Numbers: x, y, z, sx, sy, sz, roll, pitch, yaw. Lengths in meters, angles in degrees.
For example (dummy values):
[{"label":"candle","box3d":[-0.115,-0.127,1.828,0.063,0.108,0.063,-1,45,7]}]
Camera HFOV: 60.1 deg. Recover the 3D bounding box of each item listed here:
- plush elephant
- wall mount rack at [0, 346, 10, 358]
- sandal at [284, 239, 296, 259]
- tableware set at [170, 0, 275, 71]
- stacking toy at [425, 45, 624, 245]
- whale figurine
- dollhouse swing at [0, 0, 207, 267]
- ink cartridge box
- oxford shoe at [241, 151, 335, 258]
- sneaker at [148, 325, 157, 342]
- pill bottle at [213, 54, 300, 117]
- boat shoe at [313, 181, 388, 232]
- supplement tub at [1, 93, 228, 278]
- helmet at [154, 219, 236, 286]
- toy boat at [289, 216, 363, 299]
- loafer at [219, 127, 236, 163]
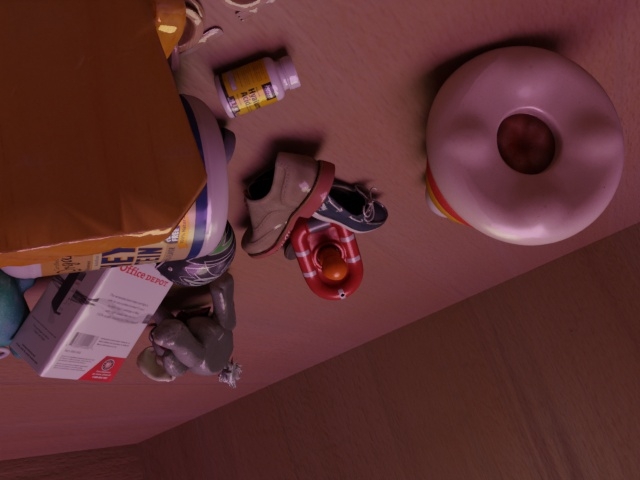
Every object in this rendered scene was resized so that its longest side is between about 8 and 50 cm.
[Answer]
[{"label":"plush elephant","box3d":[-0.363,0.249,1.482,0.255,0.272,0.330,9,133,29]},{"label":"wall mount rack","box3d":[-0.806,0.177,1.090,0.350,0.131,0.304,0,154,-39]},{"label":"sandal","box3d":[0.000,0.000,1.399,0.219,0.060,0.090,-28,156,18]},{"label":"tableware set","box3d":[-0.136,-0.286,0.678,0.194,0.039,0.128,-26,156,14]},{"label":"stacking toy","box3d":[0.335,-0.143,1.142,0.350,0.351,0.480,-16,175,-7]},{"label":"whale figurine","box3d":[-0.617,0.148,1.044,0.216,0.141,0.272,-46,140,-13]},{"label":"dollhouse swing","box3d":[-0.307,-0.105,0.480,0.346,0.305,0.315,-12,176,-34]},{"label":"ink cartridge box","box3d":[-0.444,0.134,1.112,0.273,0.114,0.197,-58,154,-4]},{"label":"oxford shoe","box3d":[-0.104,-0.075,1.128,0.130,0.123,0.348,22,142,-20]},{"label":"sneaker","box3d":[-0.464,0.324,1.725,0.163,0.086,0.226,-37,153,30]},{"label":"pill bottle","box3d":[-0.091,-0.229,0.810,0.116,0.065,0.065,-21,157,2]},{"label":"boat shoe","box3d":[0.075,-0.080,1.245,0.254,0.095,0.079,17,150,-41]},{"label":"supplement tub","box3d":[-0.299,-0.073,0.708,0.316,0.228,0.228,-7,154,-27]},{"label":"helmet","box3d":[-0.247,0.009,1.080,0.169,0.162,0.169,-20,162,-7]},{"label":"toy boat","box3d":[0.024,0.046,1.302,0.151,0.151,0.231,-19,119,-1]},{"label":"loafer","box3d":[-0.264,-0.097,0.951,0.095,0.109,0.302,25,128,-33]}]
